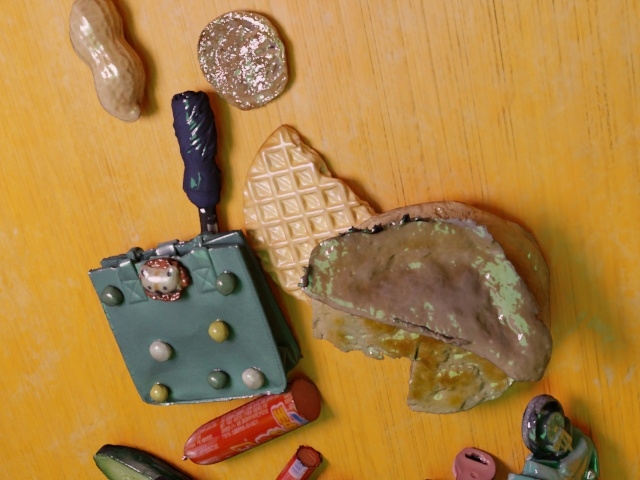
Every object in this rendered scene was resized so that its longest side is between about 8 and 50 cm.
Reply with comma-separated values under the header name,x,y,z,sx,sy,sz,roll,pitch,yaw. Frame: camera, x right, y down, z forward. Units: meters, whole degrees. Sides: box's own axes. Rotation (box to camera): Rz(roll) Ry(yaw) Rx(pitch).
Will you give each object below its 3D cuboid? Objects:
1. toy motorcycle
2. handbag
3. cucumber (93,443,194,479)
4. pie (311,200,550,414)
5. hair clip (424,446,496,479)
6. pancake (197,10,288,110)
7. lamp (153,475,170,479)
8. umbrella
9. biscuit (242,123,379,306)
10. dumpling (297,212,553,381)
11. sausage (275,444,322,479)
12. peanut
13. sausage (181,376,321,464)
name,x,y,z,sx,sy,sz,roll,pitch,yaw
toy motorcycle,0.319,0.371,1.154,0.109,0.198,0.297,0,73,49
handbag,-0.194,0.132,1.259,0.268,0.100,0.274,-8,118,22
cucumber,-0.280,0.420,1.442,0.244,0.063,0.115,32,133,3
pie,0.154,0.087,1.129,0.337,0.075,0.338,1,113,2
hair clip,0.214,0.388,1.225,0.123,0.138,0.102,13,120,5
pancake,-0.105,-0.248,1.140,0.139,0.022,0.140,7,112,17
lamp,-0.248,0.546,1.454,0.130,0.108,0.371,18,118,41
umbrella,-0.168,-0.098,1.205,0.071,0.071,0.248,0,116,19
biscuit,0.000,0.000,1.195,0.309,0.040,0.204,43,118,-1
dumpling,0.148,0.049,1.034,0.332,0.086,0.166,23,91,-8
sausage,-0.051,0.401,1.372,0.048,0.050,0.145,47,122,27
peanut,-0.300,-0.257,1.174,0.082,0.082,0.187,-18,105,24
sausage,-0.125,0.303,1.338,0.274,0.074,0.074,-29,100,27
